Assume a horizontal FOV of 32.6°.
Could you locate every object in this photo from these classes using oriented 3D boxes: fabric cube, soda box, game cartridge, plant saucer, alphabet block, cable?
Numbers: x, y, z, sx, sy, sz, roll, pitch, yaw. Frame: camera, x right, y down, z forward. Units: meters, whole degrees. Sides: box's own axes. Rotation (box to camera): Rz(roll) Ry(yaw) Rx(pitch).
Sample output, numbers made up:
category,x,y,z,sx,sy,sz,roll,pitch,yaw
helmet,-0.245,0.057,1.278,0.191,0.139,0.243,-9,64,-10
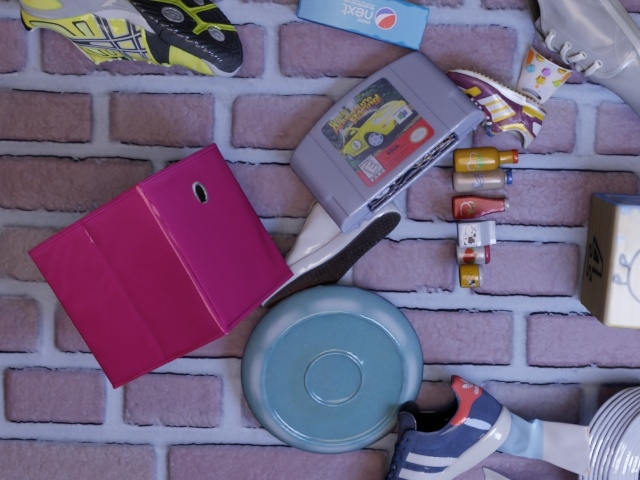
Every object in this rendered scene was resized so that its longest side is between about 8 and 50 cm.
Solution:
category,x,y,z,sx,sy,sz,roll,pitch,yaw
fabric cube,-0.246,0.036,1.737,0.259,0.254,0.258,-28,96,29
soda box,0.069,-0.374,1.801,0.210,0.067,0.071,15,98,0
game cartridge,0.098,-0.169,1.785,0.294,0.060,0.196,-41,54,3
plant saucer,0.022,0.231,1.870,0.318,0.043,0.317,-1,106,-4
alphabet block,0.542,0.032,1.782,0.192,0.193,0.197,3,98,3
cable,0.538,0.373,1.826,0.257,0.089,0.257,8,96,-36

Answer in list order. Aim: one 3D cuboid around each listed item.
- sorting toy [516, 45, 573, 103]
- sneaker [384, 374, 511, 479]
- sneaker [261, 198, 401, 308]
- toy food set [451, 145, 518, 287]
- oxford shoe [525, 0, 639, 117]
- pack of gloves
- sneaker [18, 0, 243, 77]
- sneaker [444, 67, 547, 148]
category,x,y,z,sx,sy,sz,roll,pitch,yaw
sorting toy,0.368,-0.270,1.827,0.083,0.045,0.075,28,117,-2
sneaker,0.156,0.368,1.865,0.148,0.131,0.350,44,99,-5
sneaker,0.000,0.000,1.857,0.290,0.106,0.123,-38,60,14
toy food set,0.276,-0.040,1.819,0.105,0.111,0.232,-4,95,3
oxford shoe,0.431,-0.324,1.752,0.130,0.169,0.449,-36,88,3
pack of gloves,0.345,0.390,1.831,0.046,0.232,0.195,-7,97,-38
sneaker,-0.311,-0.356,1.801,0.385,0.145,0.147,24,129,-4
sneaker,0.281,-0.220,1.816,0.185,0.069,0.084,25,93,-1
